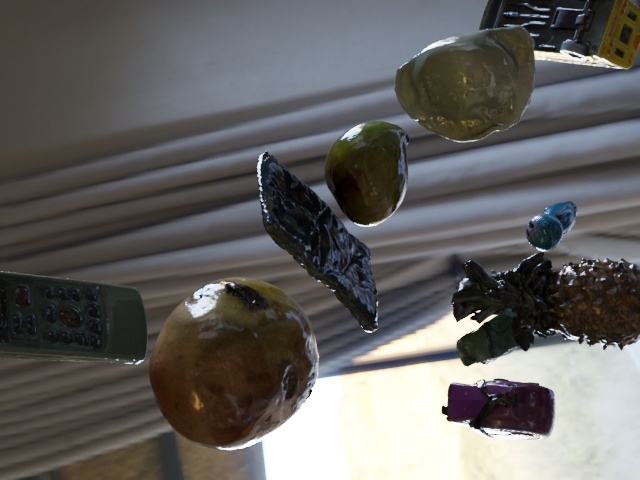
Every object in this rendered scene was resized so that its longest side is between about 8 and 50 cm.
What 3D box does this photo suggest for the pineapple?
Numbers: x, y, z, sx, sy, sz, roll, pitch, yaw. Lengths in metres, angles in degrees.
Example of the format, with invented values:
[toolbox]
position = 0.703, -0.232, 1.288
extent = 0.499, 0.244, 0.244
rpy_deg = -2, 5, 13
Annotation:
[pineapple]
position = 0.368, 0.103, 1.786
extent = 0.141, 0.310, 0.170
rpy_deg = -42, -49, -60

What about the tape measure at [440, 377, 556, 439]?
[tape measure]
position = 0.234, 0.211, 1.393
extent = 0.125, 0.118, 0.074
rpy_deg = 19, -110, -40

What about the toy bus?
[toy bus]
position = 0.465, -0.422, 2.165
extent = 0.152, 0.330, 0.144
rpy_deg = 17, -87, -38

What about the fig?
[fig]
position = 0.065, -0.097, 1.585
extent = 0.136, 0.120, 0.153
rpy_deg = 53, 138, 39

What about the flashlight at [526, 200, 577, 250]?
[flashlight]
position = 0.317, -0.022, 1.484
extent = 0.129, 0.051, 0.051
rpy_deg = -28, -72, -55

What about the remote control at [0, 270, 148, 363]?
[remote control]
position = -0.371, 0.106, 1.520
extent = 0.285, 0.038, 0.123
rpy_deg = 9, -120, -33

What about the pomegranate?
[pomegranate]
position = -0.154, 0.215, 1.968
extent = 0.322, 0.322, 0.322
rpy_deg = -10, -90, -77

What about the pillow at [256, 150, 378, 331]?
[pillow]
position = -0.001, -0.002, 1.553
extent = 0.255, 0.034, 0.189
rpy_deg = 43, -154, -29

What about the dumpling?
[dumpling]
position = 0.244, -0.256, 1.849
extent = 0.131, 0.252, 0.179
rpy_deg = -14, -89, -70

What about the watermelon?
[watermelon]
position = 0.317, 0.178, 1.954
extent = 0.071, 0.187, 0.139
rpy_deg = 56, 159, 16
